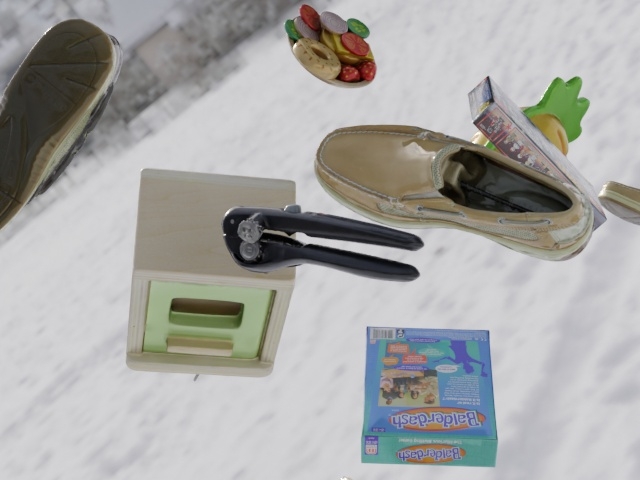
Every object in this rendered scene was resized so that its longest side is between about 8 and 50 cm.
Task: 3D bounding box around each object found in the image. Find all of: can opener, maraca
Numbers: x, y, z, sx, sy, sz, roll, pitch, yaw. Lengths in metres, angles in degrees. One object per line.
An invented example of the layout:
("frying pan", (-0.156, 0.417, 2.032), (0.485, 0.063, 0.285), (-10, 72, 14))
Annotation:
("can opener", (0.000, 0.000, 1.128), (0.186, 0.059, 0.073), (4, 12, 30))
("maraca", (0.217, -0.094, 1.437), (0.186, 0.127, 0.099), (-47, 58, -7))

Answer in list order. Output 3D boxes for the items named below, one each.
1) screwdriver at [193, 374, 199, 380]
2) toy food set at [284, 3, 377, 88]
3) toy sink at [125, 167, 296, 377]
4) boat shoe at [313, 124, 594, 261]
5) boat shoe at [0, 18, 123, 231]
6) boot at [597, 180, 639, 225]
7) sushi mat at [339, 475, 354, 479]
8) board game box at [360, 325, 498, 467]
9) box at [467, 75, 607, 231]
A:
("screwdriver", (-0.143, 0.151, 1.797), (0.170, 0.025, 0.024), (115, 150, -57))
("toy food set", (0.009, -0.152, 1.074), (0.020, 0.083, 0.083), (-54, 40, 39))
("toy sink", (-0.114, 0.052, 1.360), (0.234, 0.152, 0.131), (107, 165, -54))
("boat shoe", (0.079, -0.042, 0.862), (0.190, 0.072, 0.068), (13, 77, 19))
("boat shoe", (-0.223, -0.068, 1.029), (0.223, 0.080, 0.073), (-50, -12, 10))
("boot", (0.460, -0.089, 1.706), (0.077, 0.213, 0.165), (180, 104, -81))
("sushi mat", (0.140, 0.392, 1.843), (0.019, 0.151, 0.316), (-56, 19, -9))
("board game box", (0.131, 0.187, 1.662), (0.160, 0.047, 0.210), (2, 34, 3))
("box", (0.178, -0.071, 1.129), (0.027, 0.137, 0.094), (-42, 13, 17))
